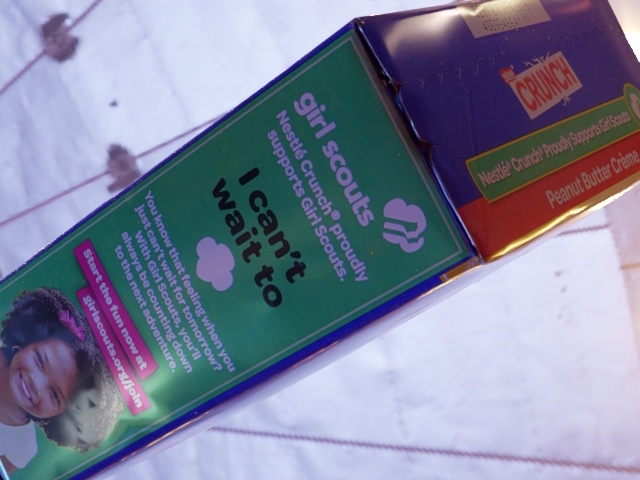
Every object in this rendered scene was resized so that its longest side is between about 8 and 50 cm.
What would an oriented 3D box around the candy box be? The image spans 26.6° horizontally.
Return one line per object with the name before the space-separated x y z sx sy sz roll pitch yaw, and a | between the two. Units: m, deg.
candy box | 0.000 0.000 0.714 0.317 0.268 0.122 -34 -97 35
